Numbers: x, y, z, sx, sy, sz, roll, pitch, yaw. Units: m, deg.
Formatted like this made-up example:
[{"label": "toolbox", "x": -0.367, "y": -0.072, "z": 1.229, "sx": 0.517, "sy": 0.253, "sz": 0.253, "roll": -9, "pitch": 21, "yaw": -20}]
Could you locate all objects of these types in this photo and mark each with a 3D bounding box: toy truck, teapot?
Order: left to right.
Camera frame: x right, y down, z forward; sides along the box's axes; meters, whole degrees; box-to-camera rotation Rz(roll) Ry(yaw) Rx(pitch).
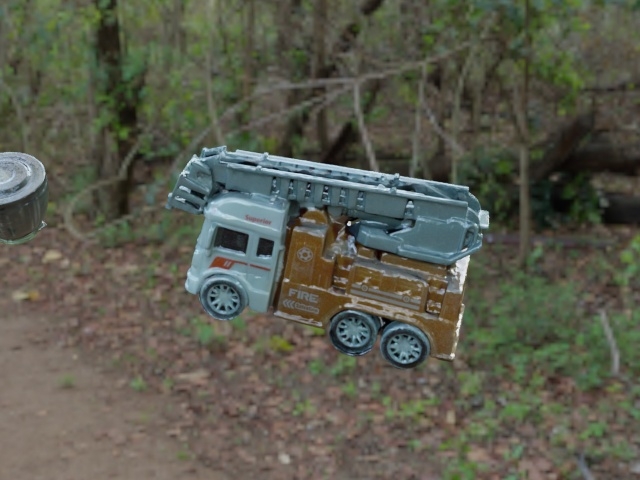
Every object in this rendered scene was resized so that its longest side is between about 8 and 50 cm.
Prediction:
[{"label": "teapot", "x": -0.362, "y": -0.045, "z": 1.313, "sx": 0.124, "sy": 0.091, "sz": 0.092, "roll": 22, "pitch": 48, "yaw": 25}, {"label": "toy truck", "x": 0.000, "y": 0.000, "z": 1.245, "sx": 0.338, "sy": 0.184, "sz": 0.133, "roll": 14, "pitch": 28, "yaw": 6}]
